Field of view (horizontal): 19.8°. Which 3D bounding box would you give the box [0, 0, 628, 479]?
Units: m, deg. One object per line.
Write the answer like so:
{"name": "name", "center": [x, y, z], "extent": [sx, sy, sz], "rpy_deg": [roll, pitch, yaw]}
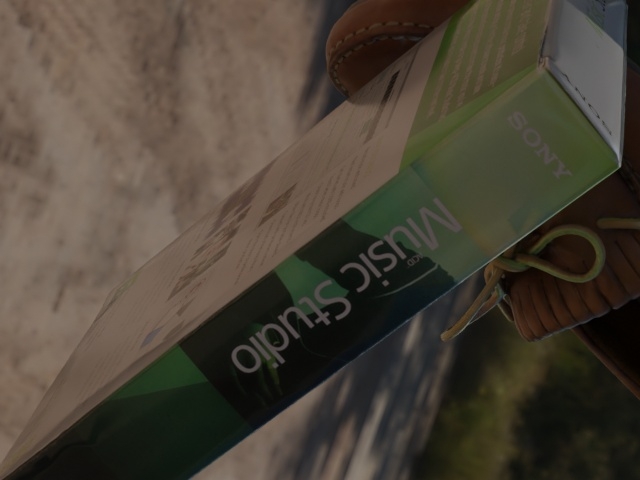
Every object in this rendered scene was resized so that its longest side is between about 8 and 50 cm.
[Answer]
{"name": "box", "center": [0.000, 0.000, 0.839], "extent": [0.322, 0.058, 0.232], "rpy_deg": [-39, -169, 22]}

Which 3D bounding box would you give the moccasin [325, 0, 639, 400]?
{"name": "moccasin", "center": [0.148, 0.006, 1.011], "extent": [0.139, 0.380, 0.147], "rpy_deg": [-17, -144, 48]}
